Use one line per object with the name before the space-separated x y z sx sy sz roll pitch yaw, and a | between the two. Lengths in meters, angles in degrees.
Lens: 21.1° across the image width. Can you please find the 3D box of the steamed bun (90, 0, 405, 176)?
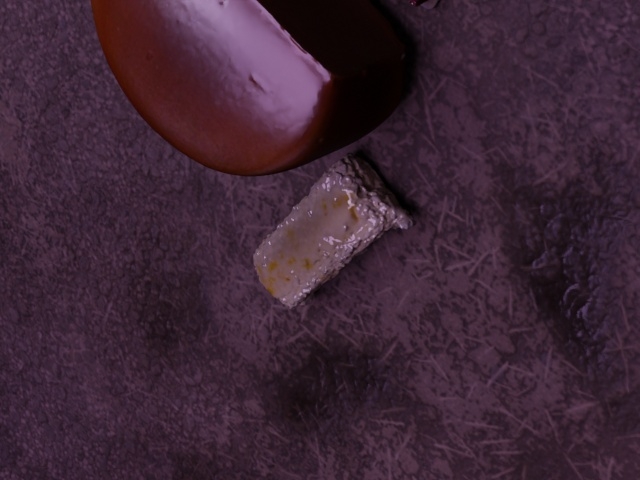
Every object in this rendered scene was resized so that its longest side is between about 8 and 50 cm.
steamed bun | -0.102 -0.235 1.998 0.379 0.235 0.248 47 127 10

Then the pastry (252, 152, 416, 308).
pastry | -0.002 -0.006 2.136 0.258 0.089 0.121 -38 72 40

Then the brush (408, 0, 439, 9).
brush | 0.158 -0.384 1.850 0.060 0.050 0.321 45 131 19
